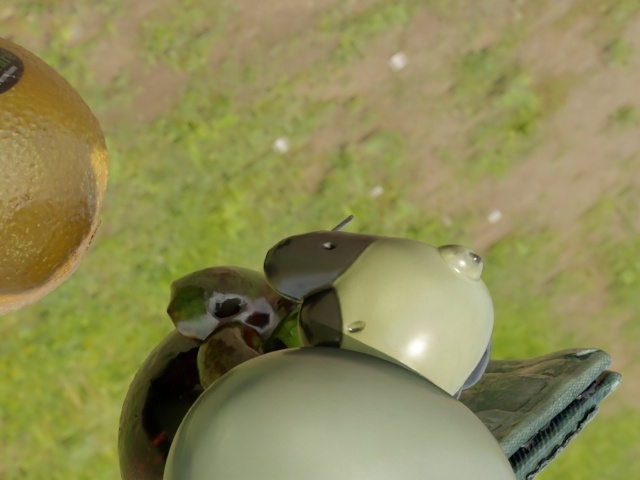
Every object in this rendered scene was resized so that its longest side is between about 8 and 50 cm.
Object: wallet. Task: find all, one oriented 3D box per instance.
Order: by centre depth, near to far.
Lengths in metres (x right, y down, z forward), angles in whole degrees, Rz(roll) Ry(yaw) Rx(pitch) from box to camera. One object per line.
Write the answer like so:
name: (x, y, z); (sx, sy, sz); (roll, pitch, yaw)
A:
wallet: (0.040, 0.176, 1.358); (0.342, 0.075, 0.237); (-37, -160, -35)

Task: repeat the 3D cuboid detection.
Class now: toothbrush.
toothbrush: (0.000, 0.000, 1.739); (0.006, 0.008, 0.097); (3, 149, -45)

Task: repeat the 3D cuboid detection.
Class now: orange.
orange: (-0.324, -0.055, 1.617); (0.274, 0.274, 0.274); (-32, 164, -10)

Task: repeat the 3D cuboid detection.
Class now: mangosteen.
mangosteen: (-0.044, 0.182, 1.711); (0.311, 0.311, 0.311); (-32, 164, -10)

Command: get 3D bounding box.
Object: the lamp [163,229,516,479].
lamp: (0.019, 0.117, 0.977); (0.198, 0.197, 0.244); (121, -12, -56)
